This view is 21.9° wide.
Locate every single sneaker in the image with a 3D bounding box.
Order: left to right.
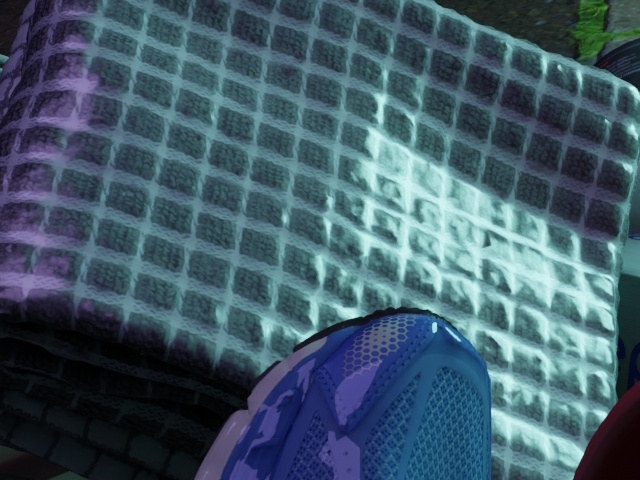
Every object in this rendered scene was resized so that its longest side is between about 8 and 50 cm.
[{"bbox_3d":[0.037,0.171,0.465,0.147,0.130,0.330,-17,56,33],"label":"sneaker"}]

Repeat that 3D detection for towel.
[{"bbox_3d":[0.000,0.000,0.673,0.283,0.121,0.235,20,49,-16],"label":"towel"}]

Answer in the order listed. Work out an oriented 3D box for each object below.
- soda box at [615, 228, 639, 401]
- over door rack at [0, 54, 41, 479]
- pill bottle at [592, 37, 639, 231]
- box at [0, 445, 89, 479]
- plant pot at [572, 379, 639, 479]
[{"bbox_3d":[0.224,0.070,0.745,0.091,0.098,0.286,-9,17,-40],"label":"soda box"},{"bbox_3d":[-0.060,0.044,0.762,0.324,0.108,0.239,9,54,-24],"label":"over door rack"},{"bbox_3d":[0.208,-0.043,0.981,0.130,0.130,0.246,-8,25,13],"label":"pill bottle"},{"bbox_3d":[-0.179,0.106,0.871,0.232,0.127,0.148,-22,26,-19],"label":"box"},{"bbox_3d":[0.237,0.132,0.455,0.243,0.275,0.275,-12,22,-23],"label":"plant pot"}]
